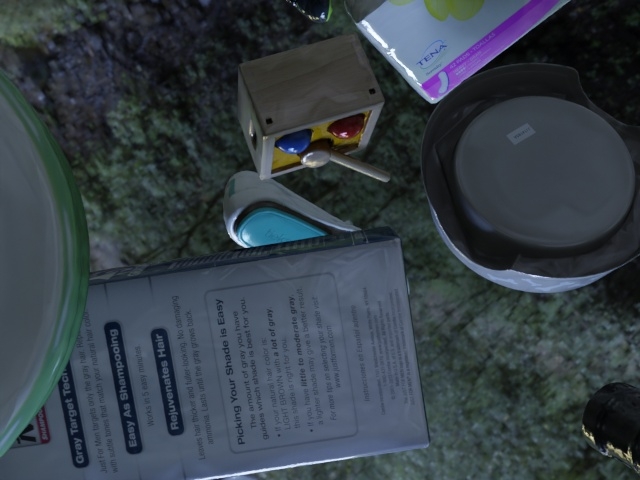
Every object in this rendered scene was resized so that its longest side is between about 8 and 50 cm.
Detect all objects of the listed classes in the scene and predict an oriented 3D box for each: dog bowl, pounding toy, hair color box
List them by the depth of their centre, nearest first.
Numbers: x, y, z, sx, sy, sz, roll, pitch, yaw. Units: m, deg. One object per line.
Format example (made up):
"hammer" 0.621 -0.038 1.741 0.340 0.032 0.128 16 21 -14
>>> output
"hair color box" -0.096 0.100 0.731 0.105 0.347 0.174 -93 -6 -83
"pounding toy" 0.000 -0.105 0.815 0.141 0.130 0.100 109 142 -73
"dog bowl" 0.310 -0.083 1.248 0.349 0.349 0.102 44 161 20

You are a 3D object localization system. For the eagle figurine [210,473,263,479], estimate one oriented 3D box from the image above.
"eagle figurine" -0.211 0.297 0.858 0.226 0.298 0.225 45 129 1

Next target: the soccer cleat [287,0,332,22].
"soccer cleat" -0.043 -0.305 1.027 0.179 0.072 0.060 57 152 39

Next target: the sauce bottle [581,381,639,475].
"sauce bottle" 0.337 0.201 0.681 0.111 0.111 0.344 64 164 -21

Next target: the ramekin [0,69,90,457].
"ramekin" -0.265 0.012 0.442 0.303 0.303 0.148 58 162 -10

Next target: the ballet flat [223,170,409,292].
"ballet flat" 0.000 0.000 1.392 0.400 0.139 0.139 32 173 -41

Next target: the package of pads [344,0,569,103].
"package of pads" 0.209 -0.374 1.328 0.229 0.296 0.101 37 -157 -40
